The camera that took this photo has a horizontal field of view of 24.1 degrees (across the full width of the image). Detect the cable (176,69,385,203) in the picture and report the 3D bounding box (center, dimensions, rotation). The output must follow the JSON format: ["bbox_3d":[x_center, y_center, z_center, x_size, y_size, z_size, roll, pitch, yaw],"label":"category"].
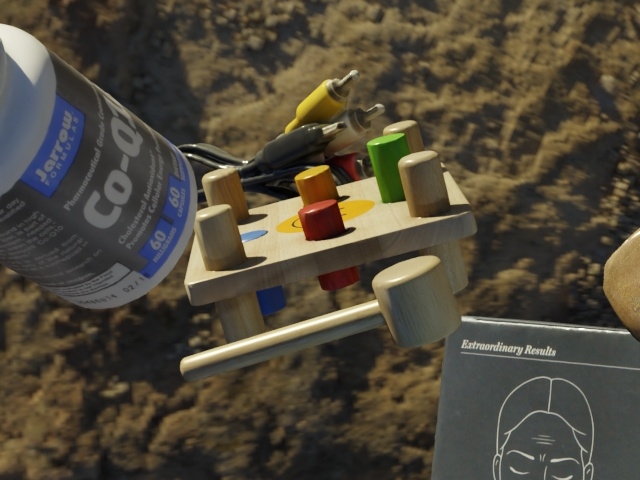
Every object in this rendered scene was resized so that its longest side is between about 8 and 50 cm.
[{"bbox_3d":[-0.046,-0.074,1.597,0.287,0.072,0.139,-18,89,42],"label":"cable"}]

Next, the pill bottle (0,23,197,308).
[{"bbox_3d":[-0.113,-0.032,0.559,0.078,0.137,0.078,-13,62,26],"label":"pill bottle"}]

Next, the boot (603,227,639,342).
[{"bbox_3d":[0.389,-0.025,1.358,0.305,0.112,0.115,-40,59,5],"label":"boot"}]

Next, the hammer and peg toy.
[{"bbox_3d":[0.000,0.000,1.316,0.266,0.361,0.127,-14,103,2],"label":"hammer and peg toy"}]

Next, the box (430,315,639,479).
[{"bbox_3d":[0.295,0.295,1.672,0.293,0.212,0.395,3,84,38],"label":"box"}]
